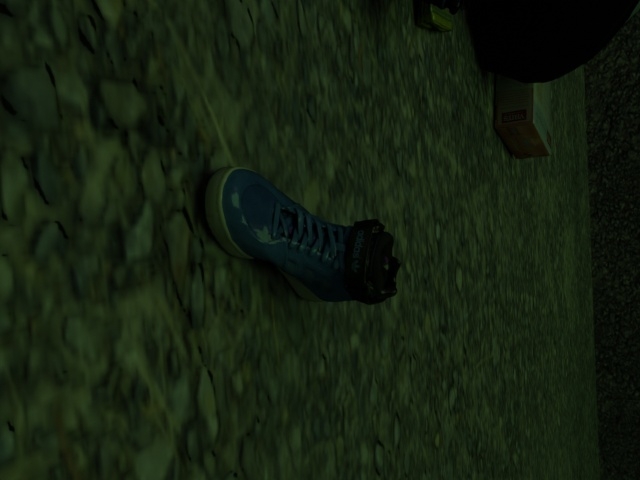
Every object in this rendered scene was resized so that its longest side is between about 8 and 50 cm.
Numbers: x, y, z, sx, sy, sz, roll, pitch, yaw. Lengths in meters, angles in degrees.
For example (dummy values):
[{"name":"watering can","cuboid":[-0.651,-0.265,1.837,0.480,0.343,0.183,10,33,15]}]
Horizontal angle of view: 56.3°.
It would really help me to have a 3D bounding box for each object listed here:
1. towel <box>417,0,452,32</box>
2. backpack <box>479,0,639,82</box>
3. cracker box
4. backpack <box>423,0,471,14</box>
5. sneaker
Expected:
[{"name":"towel","cuboid":[0.120,-0.361,0.679,0.102,0.021,0.237,-25,110,-64]},{"name":"backpack","cuboid":[0.398,-0.435,0.866,0.290,0.274,0.355,113,-9,-61]},{"name":"cracker box","cuboid":[0.355,-0.276,1.037,0.156,0.067,0.232,25,66,-57]},{"name":"backpack","cuboid":[0.122,-0.313,0.538,0.173,0.117,0.158,-53,164,-41]},{"name":"sneaker","cuboid":[0.000,-0.001,0.377,0.152,0.085,0.058,47,49,-49]}]
